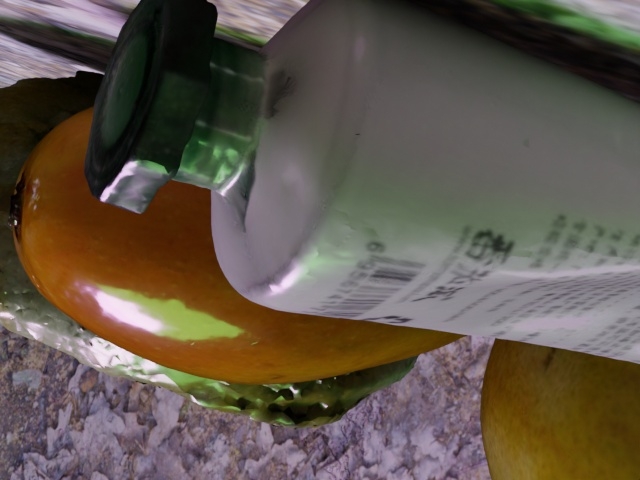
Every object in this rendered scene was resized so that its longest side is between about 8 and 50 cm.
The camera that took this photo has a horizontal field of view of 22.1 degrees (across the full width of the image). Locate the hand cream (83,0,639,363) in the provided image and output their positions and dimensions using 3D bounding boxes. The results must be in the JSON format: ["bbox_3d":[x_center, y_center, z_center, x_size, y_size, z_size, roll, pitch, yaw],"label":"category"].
[{"bbox_3d":[0.106,0.009,0.422,0.336,0.076,0.121,16,159,-22],"label":"hand cream"}]

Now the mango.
[{"bbox_3d":[0.000,0.000,0.637,0.253,0.113,0.138,7,172,-44],"label":"mango"}]

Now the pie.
[{"bbox_3d":[-0.071,-0.006,0.804,0.277,0.079,0.277,22,-158,-9],"label":"pie"}]

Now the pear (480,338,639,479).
[{"bbox_3d":[0.157,0.081,0.633,0.200,0.200,0.200,17,179,0],"label":"pear"}]
